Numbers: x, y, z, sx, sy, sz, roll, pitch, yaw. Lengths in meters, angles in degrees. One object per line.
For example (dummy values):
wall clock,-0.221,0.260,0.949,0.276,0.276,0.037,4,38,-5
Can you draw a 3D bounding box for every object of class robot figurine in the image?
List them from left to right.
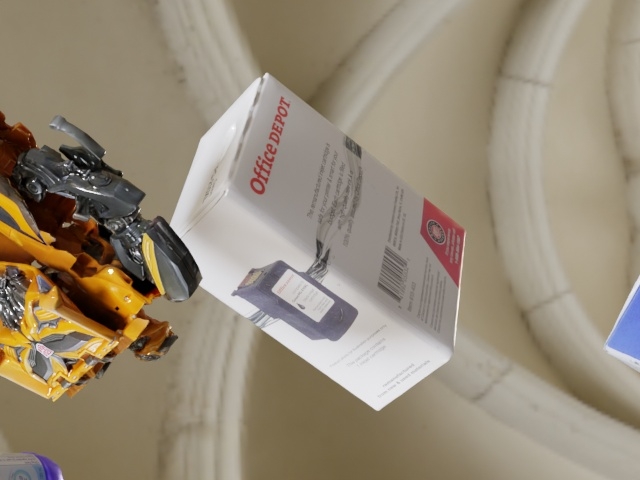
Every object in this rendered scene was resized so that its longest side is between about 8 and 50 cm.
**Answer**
robot figurine,-0.211,-0.012,0.810,0.291,0.211,0.085,38,-129,-9

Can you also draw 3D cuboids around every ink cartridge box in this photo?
ink cartridge box,0.000,0.000,1.154,0.237,0.100,0.172,37,-144,-19

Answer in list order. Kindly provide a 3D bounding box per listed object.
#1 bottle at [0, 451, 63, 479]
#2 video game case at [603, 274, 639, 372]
bottle,-0.396,0.283,1.445,0.283,0.092,0.118,11,-102,-53
video game case,0.291,0.105,0.569,0.244,0.269,0.061,31,-93,-32
